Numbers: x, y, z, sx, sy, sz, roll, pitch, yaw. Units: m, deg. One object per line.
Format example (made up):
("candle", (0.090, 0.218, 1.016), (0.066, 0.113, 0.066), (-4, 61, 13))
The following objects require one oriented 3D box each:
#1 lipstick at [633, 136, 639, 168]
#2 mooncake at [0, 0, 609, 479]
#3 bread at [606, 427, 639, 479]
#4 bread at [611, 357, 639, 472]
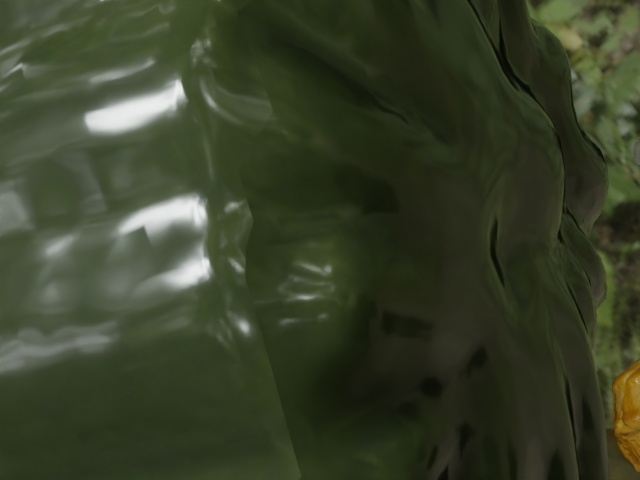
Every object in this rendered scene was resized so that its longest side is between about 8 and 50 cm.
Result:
("lipstick", (0.256, -0.085, 0.994), (0.131, 0.038, 0.038), (123, 167, -61))
("mooncake", (0.000, 0.000, 0.595), (0.187, 0.351, 0.351), (-14, 48, 31))
("bread", (0.172, 0.315, 0.825), (0.279, 0.371, 0.390), (-59, 9, -22))
("bread", (0.145, 0.010, 0.407), (0.157, 0.052, 0.044), (-42, 44, -1))
